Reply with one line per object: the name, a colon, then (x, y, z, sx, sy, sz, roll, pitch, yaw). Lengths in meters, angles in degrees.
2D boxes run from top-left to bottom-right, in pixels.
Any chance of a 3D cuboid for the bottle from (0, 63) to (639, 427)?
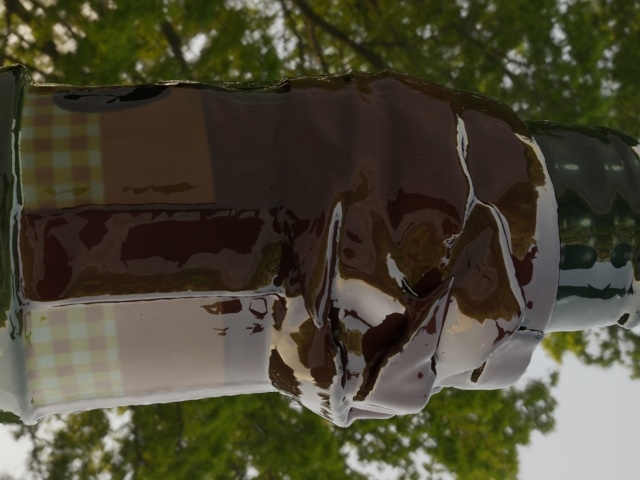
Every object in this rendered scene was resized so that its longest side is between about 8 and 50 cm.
bottle: (0.000, 0.000, 0.391, 0.271, 0.143, 0.156, -2, -141, -9)
